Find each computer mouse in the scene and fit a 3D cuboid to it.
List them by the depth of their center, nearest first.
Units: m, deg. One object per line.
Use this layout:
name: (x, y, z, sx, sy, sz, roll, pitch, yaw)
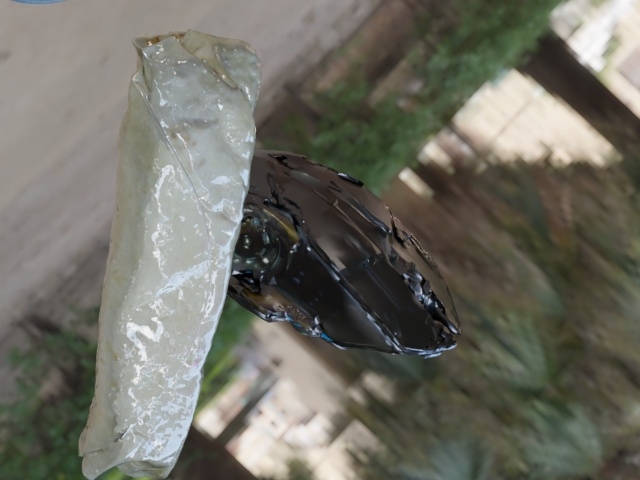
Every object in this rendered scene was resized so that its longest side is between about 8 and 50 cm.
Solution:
computer mouse: (0.000, 0.000, 1.171, 0.077, 0.242, 0.146, -58, 179, 40)

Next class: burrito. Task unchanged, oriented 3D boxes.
burrito: (-0.091, 0.019, 0.925, 0.059, 0.082, 0.275, 44, -54, 54)

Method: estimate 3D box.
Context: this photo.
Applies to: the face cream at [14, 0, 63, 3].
face cream: (-0.205, -0.296, 1.187, 0.077, 0.077, 0.250, 134, -45, -61)
